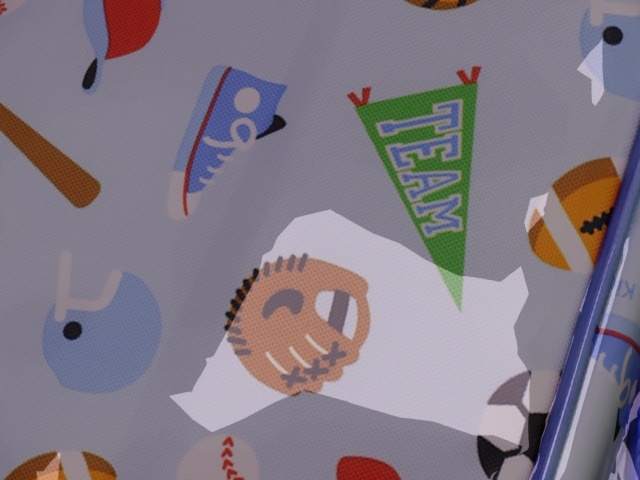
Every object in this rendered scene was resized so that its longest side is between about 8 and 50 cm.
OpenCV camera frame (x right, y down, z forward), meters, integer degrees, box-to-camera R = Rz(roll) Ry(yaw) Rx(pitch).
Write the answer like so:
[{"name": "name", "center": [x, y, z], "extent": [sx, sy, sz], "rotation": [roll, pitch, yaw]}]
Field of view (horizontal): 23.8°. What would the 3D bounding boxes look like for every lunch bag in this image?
[{"name": "lunch bag", "center": [0.000, 0.000, 0.456], "extent": [0.243, 0.115, 0.303], "rotation": [15, 78, 21]}]
